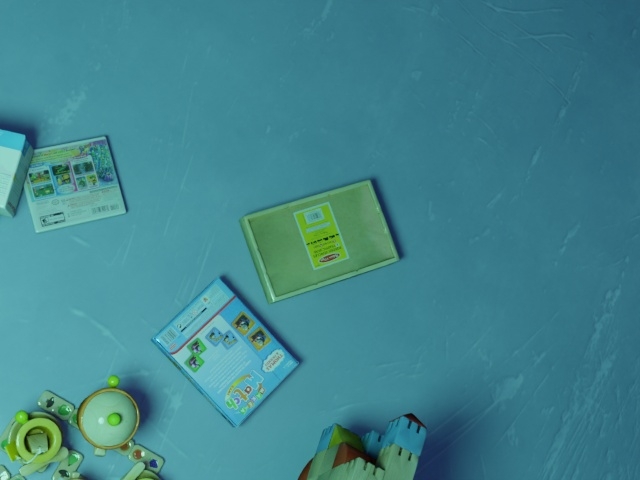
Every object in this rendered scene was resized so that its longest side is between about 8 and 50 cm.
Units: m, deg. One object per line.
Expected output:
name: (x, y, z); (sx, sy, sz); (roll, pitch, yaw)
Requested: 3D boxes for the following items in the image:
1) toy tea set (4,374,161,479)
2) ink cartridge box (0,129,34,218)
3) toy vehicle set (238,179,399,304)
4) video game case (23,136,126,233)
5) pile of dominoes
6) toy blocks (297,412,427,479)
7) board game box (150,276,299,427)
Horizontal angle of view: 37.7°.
toy tea set: (-0.337, 0.386, 1.465); (0.200, 0.124, 0.336); (-29, 96, -26)
ink cartridge box: (-0.538, -0.104, 1.533); (0.089, 0.092, 0.143); (14, 78, -6)
toy vehicle set: (0.000, 0.000, 1.737); (0.266, 0.035, 0.166); (-17, 84, -22)
video game case: (-0.430, -0.097, 1.619); (0.157, 0.019, 0.143); (-14, 83, -20)
pile of dominoes: (-0.405, 0.378, 1.511); (0.251, 0.040, 0.196); (33, 70, -9)
toy blocks: (0.034, 0.413, 1.510); (0.190, 0.381, 0.261); (30, 55, -12)
board game box: (-0.166, 0.194, 1.635); (0.211, 0.039, 0.160); (48, 68, -3)
